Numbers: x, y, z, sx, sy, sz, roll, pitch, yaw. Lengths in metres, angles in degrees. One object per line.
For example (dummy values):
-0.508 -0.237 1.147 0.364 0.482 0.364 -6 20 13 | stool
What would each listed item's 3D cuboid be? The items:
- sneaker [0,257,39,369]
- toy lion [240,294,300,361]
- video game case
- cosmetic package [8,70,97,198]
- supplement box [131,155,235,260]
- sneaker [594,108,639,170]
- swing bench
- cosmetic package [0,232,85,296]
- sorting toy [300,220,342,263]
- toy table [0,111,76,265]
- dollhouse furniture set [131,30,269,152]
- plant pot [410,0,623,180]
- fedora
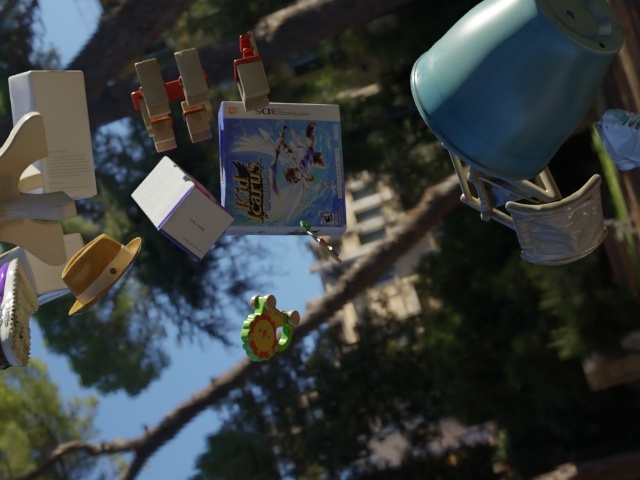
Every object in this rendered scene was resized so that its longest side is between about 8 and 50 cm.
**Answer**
-0.589 0.134 2.156 0.293 0.146 0.102 -104 -4 -61 | sneaker
-0.077 0.133 1.778 0.100 0.034 0.096 36 -121 -47 | toy lion
-0.077 -0.144 2.445 0.061 0.244 0.270 122 146 -69 | video game case
-0.486 -0.188 2.212 0.117 0.085 0.231 -6 -90 -45 | cosmetic package
-0.270 -0.065 2.367 0.111 0.114 0.220 40 180 -30 | supplement box
0.446 -0.155 1.735 0.094 0.080 0.212 46 169 -3 | sneaker
0.371 -0.088 2.178 0.255 0.165 0.253 51 178 27 | swing bench
-0.642 0.090 2.580 0.160 0.309 0.113 -14 -97 -53 | cosmetic package
0.000 0.000 1.976 0.083 0.012 0.062 45 180 -27 | sorting toy
-0.501 -0.062 1.940 0.252 0.160 0.274 44 141 49 | toy table
-0.237 -0.300 2.355 0.262 0.259 0.135 102 151 -75 | dollhouse furniture set
0.323 -0.275 1.893 0.271 0.255 0.272 20 -134 -22 | plant pot
-0.418 0.049 2.264 0.079 0.194 0.194 44 -159 -14 | fedora
